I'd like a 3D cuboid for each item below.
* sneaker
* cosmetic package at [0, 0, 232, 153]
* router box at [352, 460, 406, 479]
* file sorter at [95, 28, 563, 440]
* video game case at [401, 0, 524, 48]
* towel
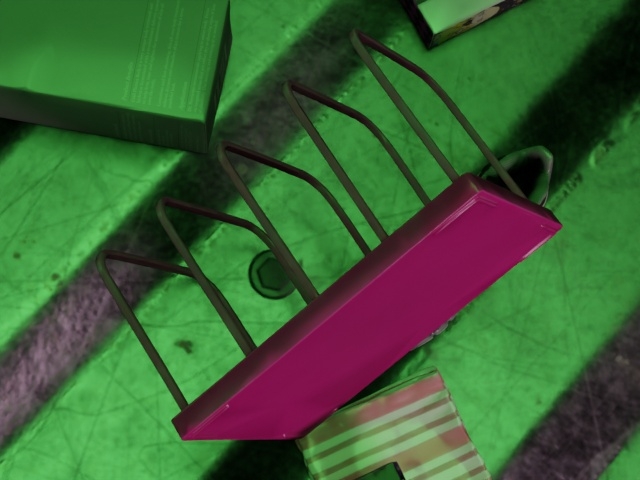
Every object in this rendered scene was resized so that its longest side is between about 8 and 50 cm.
[{"bbox_3d":[0.119,-0.003,1.262,0.086,0.132,0.228,40,76,5],"label":"sneaker"},{"bbox_3d":[-0.205,-0.165,1.291,0.238,0.107,0.127,11,76,1],"label":"cosmetic package"},{"bbox_3d":[0.010,0.279,1.213,0.179,0.046,0.133,-24,80,2],"label":"router box"},{"bbox_3d":[0.000,0.000,1.156,0.291,0.202,0.182,-41,68,16],"label":"file sorter"},{"bbox_3d":[0.137,-0.326,1.388,0.210,0.042,0.232,-27,80,-12],"label":"video game case"},{"bbox_3d":[0.081,0.223,1.258,0.144,0.029,0.197,-25,80,-9],"label":"towel"}]
